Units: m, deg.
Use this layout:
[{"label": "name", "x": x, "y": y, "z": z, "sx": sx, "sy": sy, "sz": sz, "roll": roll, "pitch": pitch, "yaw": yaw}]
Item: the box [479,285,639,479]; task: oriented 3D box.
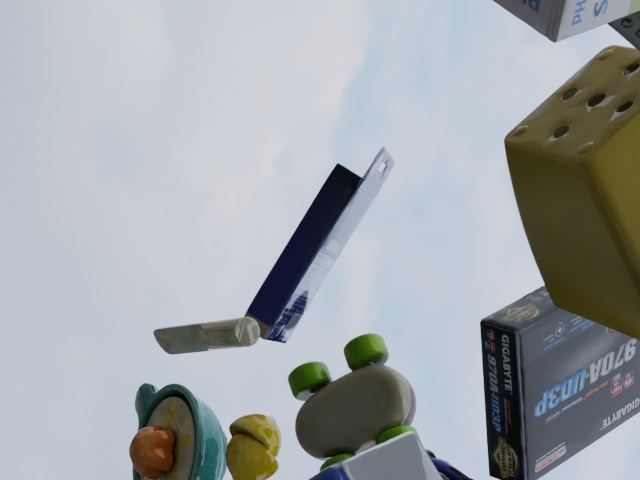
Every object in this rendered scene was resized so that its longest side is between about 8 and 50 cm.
[{"label": "box", "x": 0.252, "y": 0.128, "z": 1.951, "sx": 0.051, "sy": 0.220, "sz": 0.175, "roll": 15, "pitch": -62, "yaw": 42}]

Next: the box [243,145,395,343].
[{"label": "box", "x": 0.000, "y": 0.000, "z": 1.938, "sx": 0.225, "sy": 0.036, "sz": 0.136, "roll": -57, "pitch": 171, "yaw": 0}]

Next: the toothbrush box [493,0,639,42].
[{"label": "toothbrush box", "x": 0.180, "y": -0.251, "z": 1.152, "sx": 0.206, "sy": 0.283, "sz": 0.122, "roll": 42, "pitch": -39, "yaw": 35}]

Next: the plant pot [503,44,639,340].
[{"label": "plant pot", "x": 0.291, "y": -0.056, "z": 1.715, "sx": 0.212, "sy": 0.187, "sz": 0.212, "roll": -41, "pitch": -156, "yaw": -12}]

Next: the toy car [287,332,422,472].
[{"label": "toy car", "x": 0.066, "y": 0.226, "z": 2.285, "sx": 0.149, "sy": 0.188, "sz": 0.155, "roll": -27, "pitch": -120, "yaw": 13}]

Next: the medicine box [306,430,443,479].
[{"label": "medicine box", "x": 0.010, "y": 0.343, "z": 1.519, "sx": 0.289, "sy": 0.149, "sz": 0.263, "roll": -38, "pitch": -103, "yaw": 26}]

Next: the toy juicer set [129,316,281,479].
[{"label": "toy juicer set", "x": -0.122, "y": 0.189, "z": 1.817, "sx": 0.209, "sy": 0.089, "sz": 0.329, "roll": -39, "pitch": -132, "yaw": 47}]

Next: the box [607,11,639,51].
[{"label": "box", "x": 0.284, "y": -0.223, "z": 1.616, "sx": 0.102, "sy": 0.101, "sz": 0.087, "roll": -49, "pitch": -175, "yaw": 24}]

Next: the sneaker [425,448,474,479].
[{"label": "sneaker", "x": 0.081, "y": 0.314, "z": 1.871, "sx": 0.127, "sy": 0.182, "sz": 0.315, "roll": 47, "pitch": -28, "yaw": 18}]
